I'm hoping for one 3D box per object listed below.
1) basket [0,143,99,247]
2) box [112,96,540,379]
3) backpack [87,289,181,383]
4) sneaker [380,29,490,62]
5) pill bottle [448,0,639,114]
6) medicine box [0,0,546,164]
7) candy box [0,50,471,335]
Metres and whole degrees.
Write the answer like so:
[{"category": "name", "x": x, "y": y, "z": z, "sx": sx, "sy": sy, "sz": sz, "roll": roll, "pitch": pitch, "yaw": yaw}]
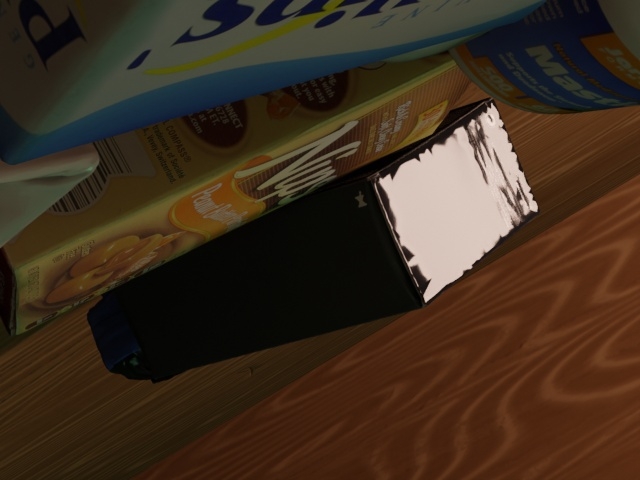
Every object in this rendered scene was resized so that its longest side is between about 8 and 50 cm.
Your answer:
[{"category": "basket", "x": -0.200, "y": -0.031, "z": 0.748, "sx": 0.167, "sy": 0.103, "sz": 0.113, "roll": -35, "pitch": 169, "yaw": 37}, {"category": "box", "x": 0.000, "y": 0.000, "z": 1.255, "sx": 0.261, "sy": 0.103, "sz": 0.184, "roll": -17, "pitch": -172, "yaw": 39}, {"category": "backpack", "x": -0.147, "y": 0.069, "z": 1.462, "sx": 0.098, "sy": 0.101, "sz": 0.120, "roll": -33, "pitch": 166, "yaw": 14}, {"category": "sneaker", "x": 0.092, "y": -0.190, "z": 0.719, "sx": 0.290, "sy": 0.106, "sz": 0.123, "roll": -43, "pitch": 164, "yaw": 22}, {"category": "pill bottle", "x": 0.177, "y": -0.146, "z": 0.867, "sx": 0.152, "sy": 0.152, "sz": 0.272, "roll": -26, "pitch": -170, "yaw": -19}, {"category": "medicine box", "x": 0.033, "y": -0.175, "z": 0.515, "sx": 0.263, "sy": 0.149, "sz": 0.289, "roll": -20, "pitch": 167, "yaw": -41}, {"category": "candy box", "x": -0.062, "y": -0.062, "z": 1.037, "sx": 0.316, "sy": 0.087, "sz": 0.183, "roll": -26, "pitch": 172, "yaw": -15}]
